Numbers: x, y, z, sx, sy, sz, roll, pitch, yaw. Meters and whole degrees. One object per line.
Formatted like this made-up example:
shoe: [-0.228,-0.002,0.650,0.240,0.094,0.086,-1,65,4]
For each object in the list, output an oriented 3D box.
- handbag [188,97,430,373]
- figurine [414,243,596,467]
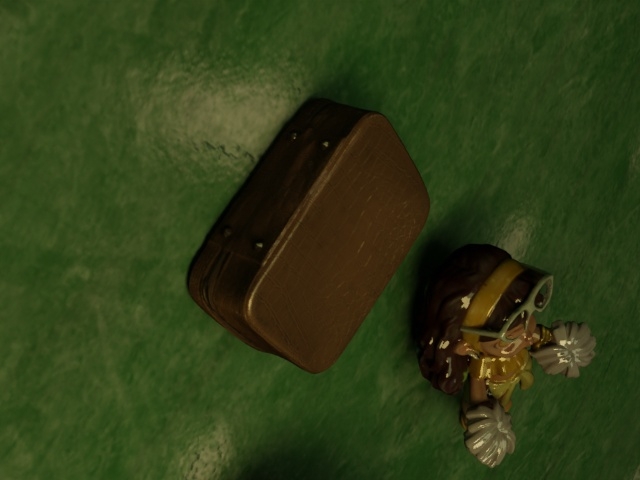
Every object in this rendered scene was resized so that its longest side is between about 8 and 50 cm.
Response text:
handbag: [0.000,0.000,0.964,0.193,0.072,0.151,-59,138,-15]
figurine: [0.157,0.102,1.141,0.174,0.115,0.240,-44,139,-24]
